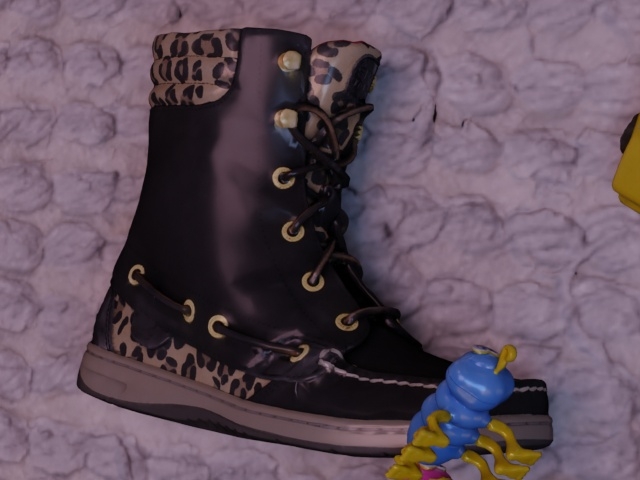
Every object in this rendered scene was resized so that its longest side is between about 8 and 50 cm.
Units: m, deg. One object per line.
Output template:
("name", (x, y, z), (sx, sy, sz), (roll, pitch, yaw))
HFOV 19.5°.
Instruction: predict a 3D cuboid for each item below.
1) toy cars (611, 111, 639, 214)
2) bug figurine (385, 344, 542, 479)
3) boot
("toy cars", (0.338, -0.125, 1.134), (0.394, 0.087, 0.176), (-22, 73, 28))
("bug figurine", (0.133, 0.152, 1.152), (0.216, 0.279, 0.072), (-52, 38, 32))
("boot", (0.000, 0.000, 1.306), (0.377, 0.138, 0.284), (6, 88, 37))
